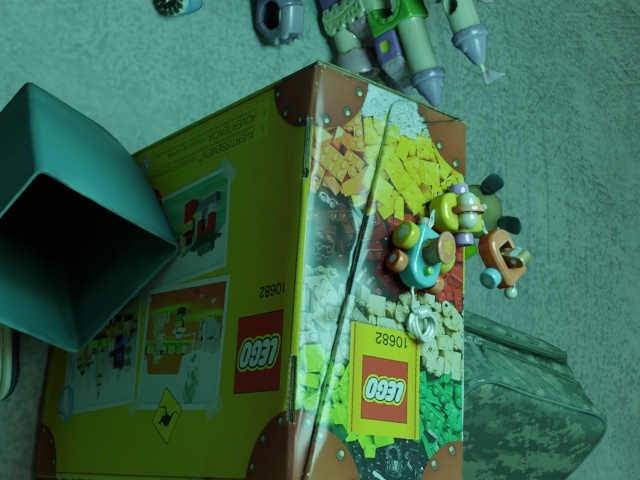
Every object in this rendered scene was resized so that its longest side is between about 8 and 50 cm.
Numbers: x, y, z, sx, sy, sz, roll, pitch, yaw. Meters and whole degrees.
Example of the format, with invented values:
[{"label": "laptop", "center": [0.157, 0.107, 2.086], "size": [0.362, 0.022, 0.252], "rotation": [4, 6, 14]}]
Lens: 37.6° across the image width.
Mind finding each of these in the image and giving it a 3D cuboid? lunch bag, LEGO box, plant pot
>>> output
[{"label": "lunch bag", "center": [0.232, 0.220, 1.409], "size": [0.305, 0.213, 0.256], "rotation": [20, 24, -28]}, {"label": "LEGO box", "center": [-0.094, 0.081, 0.994], "size": [0.193, 0.500, 0.373], "rotation": [15, 71, -37]}, {"label": "plant pot", "center": [-0.280, -0.045, 0.964], "size": [0.165, 0.165, 0.234], "rotation": [33, 21, -40]}]

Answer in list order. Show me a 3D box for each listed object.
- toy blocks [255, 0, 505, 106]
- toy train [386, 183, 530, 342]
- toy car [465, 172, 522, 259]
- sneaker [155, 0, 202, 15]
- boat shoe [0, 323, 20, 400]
[{"label": "toy blocks", "center": [0.111, -0.309, 1.394], "size": [0.308, 0.288, 0.260], "rotation": [-11, 82, -44]}, {"label": "toy train", "center": [0.132, 0.016, 0.838], "size": [0.166, 0.046, 0.125], "rotation": [-30, 99, -41]}, {"label": "toy car", "center": [0.231, -0.037, 1.501], "size": [0.149, 0.188, 0.155], "rotation": [-33, 102, -40]}, {"label": "sneaker", "center": [-0.204, -0.390, 1.311], "size": [0.073, 0.063, 0.162], "rotation": [-12, 93, -59]}, {"label": "boat shoe", "center": [-0.369, 0.054, 1.037], "size": [0.079, 0.095, 0.255], "rotation": [16, 53, -70]}]
